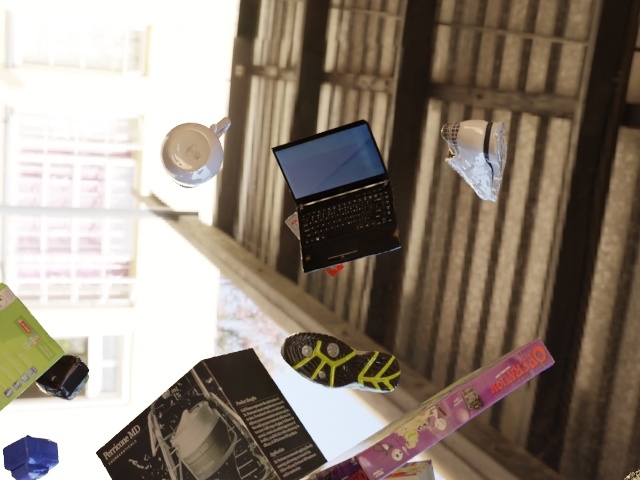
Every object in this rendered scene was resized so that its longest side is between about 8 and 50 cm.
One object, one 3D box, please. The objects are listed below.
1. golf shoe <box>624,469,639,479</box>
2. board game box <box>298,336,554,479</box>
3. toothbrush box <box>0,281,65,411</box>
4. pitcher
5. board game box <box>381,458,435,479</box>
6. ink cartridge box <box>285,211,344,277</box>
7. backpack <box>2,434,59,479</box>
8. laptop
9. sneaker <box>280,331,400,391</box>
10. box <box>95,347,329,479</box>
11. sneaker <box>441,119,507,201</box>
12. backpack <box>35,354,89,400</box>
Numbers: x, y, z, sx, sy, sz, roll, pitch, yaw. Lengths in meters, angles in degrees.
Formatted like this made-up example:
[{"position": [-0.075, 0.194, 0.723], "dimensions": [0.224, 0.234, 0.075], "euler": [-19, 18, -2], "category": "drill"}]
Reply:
[{"position": [0.584, 0.526, 1.731], "dimensions": [0.120, 0.273, 0.105], "euler": [43, -1, 14], "category": "golf shoe"}, {"position": [0.144, 0.252, 1.275], "dimensions": [0.056, 0.346, 0.208], "euler": [57, -32, 13], "category": "board game box"}, {"position": [-0.712, 0.247, 1.905], "dimensions": [0.122, 0.283, 0.206], "euler": [3, -47, 57], "category": "toothbrush box"}, {"position": [-0.244, -0.191, 1.869], "dimensions": [0.178, 0.125, 0.207], "euler": [-54, -177, -4], "category": "pitcher"}, {"position": [0.113, 0.584, 2.039], "dimensions": [0.142, 0.275, 0.144], "euler": [-3, 82, -72], "category": "board game box"}, {"position": [0.000, 0.000, 2.308], "dimensions": [0.045, 0.179, 0.145], "euler": [-43, 177, 16], "category": "ink cartridge box"}, {"position": [-0.703, 0.537, 2.259], "dimensions": [0.098, 0.120, 0.101], "euler": [-23, -115, 25], "category": "backpack"}, {"position": [0.033, -0.095, 2.034], "dimensions": [0.136, 0.234, 0.264], "euler": [44, 35, -57], "category": "laptop"}, {"position": [0.039, 0.355, 2.575], "dimensions": [0.147, 0.384, 0.145], "euler": [-15, -121, 52], "category": "sneaker"}, {"position": [-0.289, 0.638, 2.603], "dimensions": [0.480, 0.297, 0.472], "euler": [-42, -108, 20], "category": "box"}, {"position": [0.261, -0.137, 1.548], "dimensions": [0.235, 0.094, 0.090], "euler": [61, 37, -63], "category": "sneaker"}, {"position": [-0.623, 0.330, 2.221], "dimensions": [0.114, 0.105, 0.084], "euler": [8, -40, 32], "category": "backpack"}]
